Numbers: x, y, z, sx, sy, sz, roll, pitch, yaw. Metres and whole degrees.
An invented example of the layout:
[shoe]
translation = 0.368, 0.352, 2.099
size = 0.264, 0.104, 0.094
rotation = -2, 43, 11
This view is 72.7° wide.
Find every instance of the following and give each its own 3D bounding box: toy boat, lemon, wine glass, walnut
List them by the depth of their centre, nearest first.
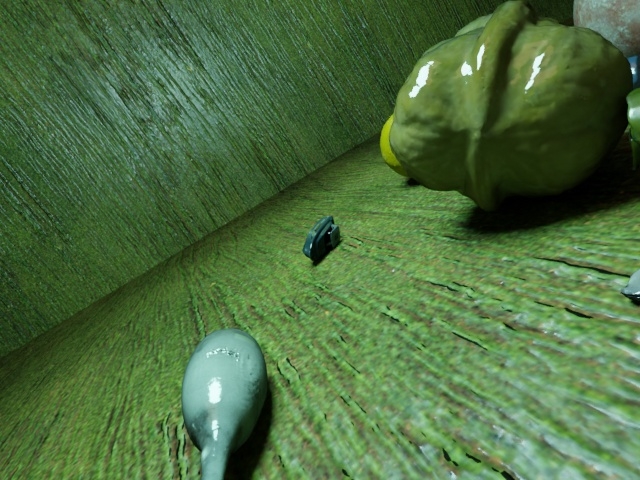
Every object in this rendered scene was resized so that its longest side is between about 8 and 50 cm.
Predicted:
[wine glass]
translation = -0.037, 0.112, 0.387
size = 0.264, 0.096, 0.309
rotation = -49, 13, 3
[walnut]
translation = 0.249, -0.177, 0.599
size = 0.277, 0.282, 0.253
rotation = -39, -24, -49
[toy boat]
translation = 0.000, 0.000, 0.894
size = 0.060, 0.055, 0.141
rotation = 2, 27, 21
[lemon]
translation = 0.228, -0.227, 0.998
size = 0.173, 0.173, 0.206
rotation = -33, 37, -14

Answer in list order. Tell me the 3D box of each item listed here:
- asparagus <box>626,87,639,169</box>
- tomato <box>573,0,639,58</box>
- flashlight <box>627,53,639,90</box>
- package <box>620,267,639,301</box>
[asparagus]
translation = 0.446, -0.118, 0.318
size = 0.128, 0.108, 0.382
rotation = -9, 1, -36
[tomato]
translation = 0.652, -0.471, 0.812
size = 0.316, 0.283, 0.317
rotation = -25, 2, 1
[flashlight]
translation = 0.515, -0.251, 0.657
size = 0.103, 0.103, 0.424
rotation = -40, 18, -35
[package]
translation = 0.338, -0.008, 0.307
size = 0.171, 0.027, 0.173
rotation = -37, 11, -25
